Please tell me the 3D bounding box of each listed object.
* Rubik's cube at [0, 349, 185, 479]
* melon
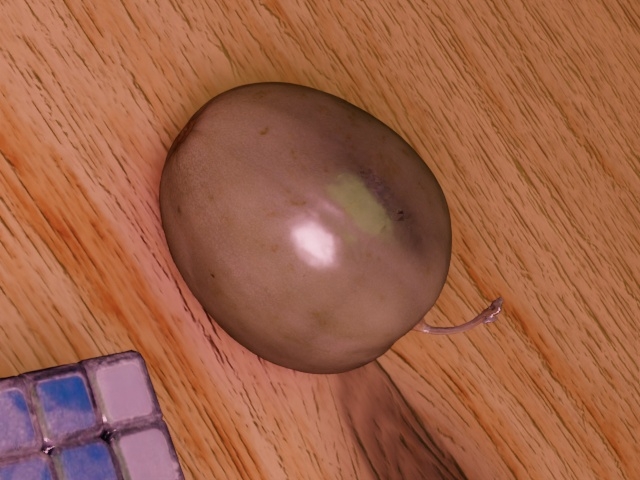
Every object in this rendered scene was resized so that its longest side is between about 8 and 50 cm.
[{"bbox_3d":[-0.272,0.275,1.370,0.293,0.292,0.287,-9,76,-45],"label":"Rubik's cube"},{"bbox_3d":[-0.011,-0.012,1.769,0.271,0.271,0.308,-31,96,-45],"label":"melon"}]
